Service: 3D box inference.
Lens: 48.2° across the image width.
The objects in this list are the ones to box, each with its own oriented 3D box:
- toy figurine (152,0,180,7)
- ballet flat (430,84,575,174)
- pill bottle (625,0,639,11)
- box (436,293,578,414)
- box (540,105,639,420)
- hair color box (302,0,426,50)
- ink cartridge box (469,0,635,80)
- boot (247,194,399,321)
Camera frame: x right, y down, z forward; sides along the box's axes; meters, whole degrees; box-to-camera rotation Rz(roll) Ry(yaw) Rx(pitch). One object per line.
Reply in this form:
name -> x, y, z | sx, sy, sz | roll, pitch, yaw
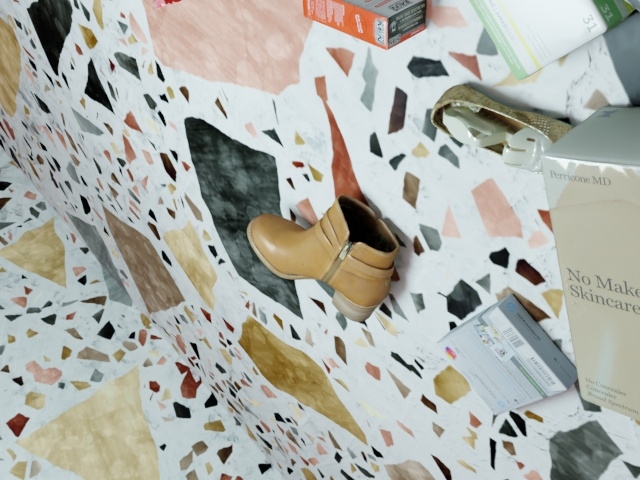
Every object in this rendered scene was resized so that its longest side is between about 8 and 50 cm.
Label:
toy figurine -> -0.312, -0.489, 0.976 | 0.191, 0.217, 0.362 | -12, 112, 33
ballet flat -> 0.209, -0.114, 0.804 | 0.206, 0.067, 0.073 | 30, 142, 36
pill bottle -> 0.262, -0.242, 0.453 | 0.361, 0.204, 0.204 | 45, 150, 15
box -> 0.267, 0.172, 1.044 | 0.145, 0.038, 0.186 | 51, 150, 8
box -> 0.333, 0.031, 0.714 | 0.148, 0.121, 0.311 | 15, 132, 50
hair color box -> 0.051, -0.280, 0.861 | 0.141, 0.072, 0.043 | 33, 144, 35
ink cartridge box -> 0.227, -0.267, 0.636 | 0.171, 0.056, 0.235 | 58, 152, -5
boot -> 0.000, 0.000, 1.183 | 0.283, 0.109, 0.220 | 42, 150, 18
